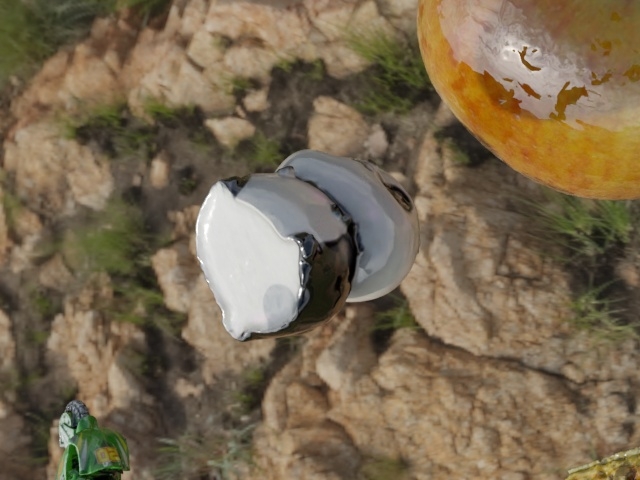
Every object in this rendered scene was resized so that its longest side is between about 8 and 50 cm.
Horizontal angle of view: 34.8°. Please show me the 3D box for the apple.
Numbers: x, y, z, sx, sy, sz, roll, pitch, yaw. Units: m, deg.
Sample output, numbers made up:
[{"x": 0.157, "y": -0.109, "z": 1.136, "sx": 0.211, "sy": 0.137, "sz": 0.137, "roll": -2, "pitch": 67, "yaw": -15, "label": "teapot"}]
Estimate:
[{"x": 0.302, "y": -0.232, "z": 0.976, "sx": 0.400, "sy": 0.333, "sz": 0.400, "roll": 1, "pitch": 85, "yaw": -9, "label": "apple"}]

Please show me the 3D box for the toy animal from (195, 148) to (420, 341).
[{"x": -0.001, "y": -0.005, "z": 1.081, "sx": 0.187, "sy": 0.235, "sz": 0.165, "roll": 38, "pitch": 133, "yaw": 30, "label": "toy animal"}]

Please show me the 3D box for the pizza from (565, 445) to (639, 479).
[{"x": 0.452, "y": 0.345, "z": 1.186, "sx": 0.268, "sy": 0.087, "sz": 0.258, "roll": -35, "pitch": 97, "yaw": 38, "label": "pizza"}]

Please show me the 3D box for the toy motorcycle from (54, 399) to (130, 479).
[{"x": -0.207, "y": 0.238, "z": 0.916, "sx": 0.106, "sy": 0.074, "sz": 0.190, "roll": -17, "pitch": 73, "yaw": 52, "label": "toy motorcycle"}]
